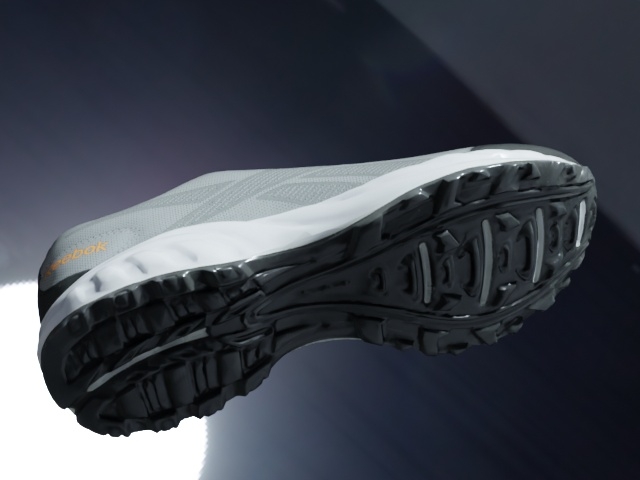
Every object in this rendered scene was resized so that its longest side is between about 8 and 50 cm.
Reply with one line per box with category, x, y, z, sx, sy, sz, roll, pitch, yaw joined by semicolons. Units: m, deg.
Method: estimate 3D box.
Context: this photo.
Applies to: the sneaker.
sneaker;0.000;0.000;0.656;0.272;0.100;0.108;-12;35;-14
